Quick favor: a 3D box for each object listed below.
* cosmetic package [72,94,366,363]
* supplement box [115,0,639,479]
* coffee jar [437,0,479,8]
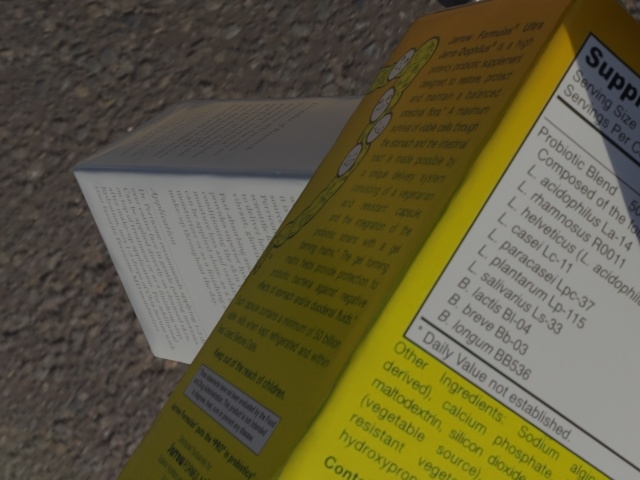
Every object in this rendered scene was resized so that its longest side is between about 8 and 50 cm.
[{"bbox_3d":[0.000,0.000,1.086,0.453,0.161,0.230,6,124,44],"label":"cosmetic package"},{"bbox_3d":[0.066,0.073,0.618,0.194,0.195,0.357,36,82,-19],"label":"supplement box"},{"bbox_3d":[0.206,-0.272,1.291,0.184,0.096,0.079,1,123,-39],"label":"coffee jar"}]
